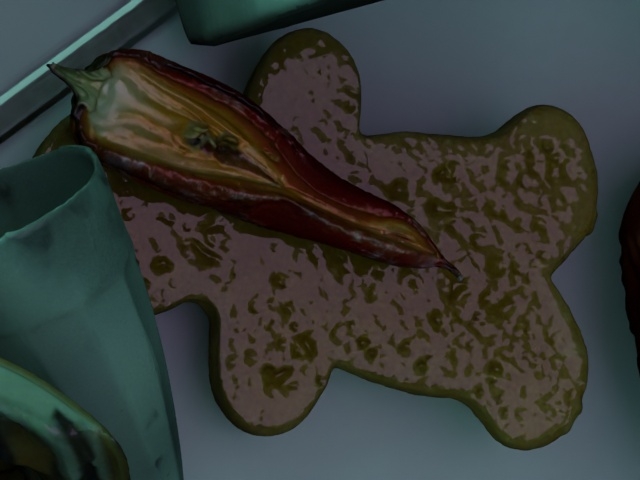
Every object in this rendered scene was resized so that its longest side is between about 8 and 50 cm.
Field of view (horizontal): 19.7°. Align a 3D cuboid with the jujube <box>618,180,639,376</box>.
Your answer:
[{"bbox_3d":[0.190,0.041,0.787,0.176,0.109,0.112,65,27,0],"label":"jujube"}]

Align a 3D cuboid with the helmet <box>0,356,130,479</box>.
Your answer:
[{"bbox_3d":[-0.152,0.136,0.584,0.198,0.130,0.224,-3,96,-28],"label":"helmet"}]

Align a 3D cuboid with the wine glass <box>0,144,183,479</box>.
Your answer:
[{"bbox_3d":[-0.080,0.050,0.647,0.073,0.073,0.155,-35,117,-25],"label":"wine glass"}]

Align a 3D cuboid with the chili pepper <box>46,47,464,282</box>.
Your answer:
[{"bbox_3d":[-0.022,-0.026,0.681,0.178,0.027,0.045,23,84,-17],"label":"chili pepper"}]

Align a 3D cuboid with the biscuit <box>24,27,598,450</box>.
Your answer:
[{"bbox_3d":[-0.001,0.000,0.720,0.240,0.035,0.158,12,81,-19],"label":"biscuit"}]

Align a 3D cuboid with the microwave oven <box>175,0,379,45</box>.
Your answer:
[{"bbox_3d":[0.047,-0.276,0.626,0.218,0.286,0.355,-19,95,-28],"label":"microwave oven"}]
